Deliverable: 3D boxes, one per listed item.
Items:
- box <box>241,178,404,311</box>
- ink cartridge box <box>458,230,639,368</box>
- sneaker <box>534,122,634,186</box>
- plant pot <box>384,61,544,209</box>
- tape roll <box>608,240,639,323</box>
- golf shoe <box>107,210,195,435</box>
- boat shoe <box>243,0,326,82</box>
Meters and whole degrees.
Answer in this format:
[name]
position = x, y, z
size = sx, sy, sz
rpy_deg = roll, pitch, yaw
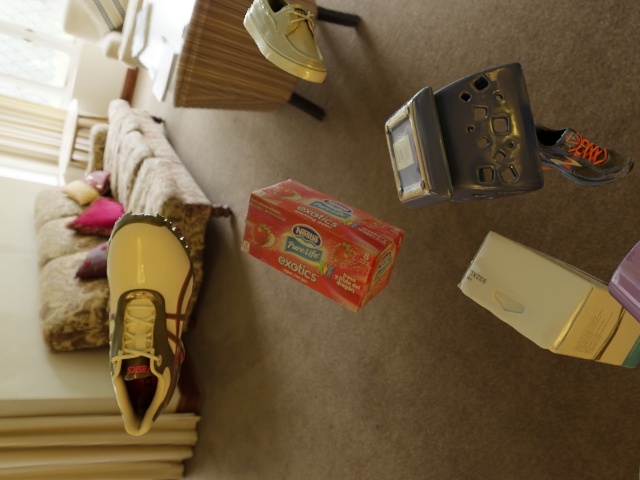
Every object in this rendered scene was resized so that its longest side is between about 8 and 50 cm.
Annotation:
[box]
position = 0.000, 0.000, 0.971
size = 0.257, 0.128, 0.123
rpy_deg = 27, 120, 23
[ink cartridge box]
position = 0.445, 0.111, 1.004
size = 0.223, 0.307, 0.129
rpy_deg = 39, 108, 50
[sneaker]
position = 0.496, -0.173, 1.072
size = 0.221, 0.087, 0.083
rpy_deg = 24, 64, 38
[plant pot]
position = 0.256, -0.181, 1.046
size = 0.236, 0.212, 0.236
rpy_deg = 169, 88, -80
[tape roll]
position = 0.392, 0.020, 0.539
size = 0.189, 0.189, 0.080
rpy_deg = -58, 49, 31
[golf shoe]
position = -0.208, 0.102, 0.664
size = 0.120, 0.105, 0.273
rpy_deg = -114, 25, -67
[boat shoe]
position = -0.051, -0.323, 0.834
size = 0.227, 0.079, 0.081
rpy_deg = 56, 131, 37
